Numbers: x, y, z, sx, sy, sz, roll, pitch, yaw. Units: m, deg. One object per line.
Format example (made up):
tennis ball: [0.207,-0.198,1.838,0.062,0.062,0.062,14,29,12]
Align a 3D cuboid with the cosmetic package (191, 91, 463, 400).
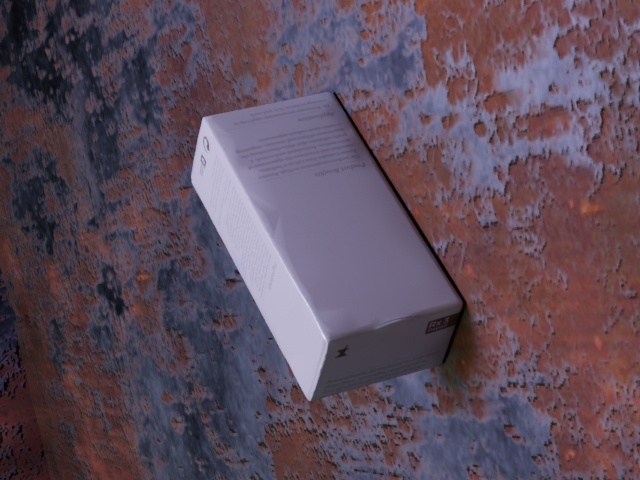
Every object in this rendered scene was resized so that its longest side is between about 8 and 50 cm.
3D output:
cosmetic package: [0.000,0.000,1.340,0.085,0.117,0.231,105,145,-49]
